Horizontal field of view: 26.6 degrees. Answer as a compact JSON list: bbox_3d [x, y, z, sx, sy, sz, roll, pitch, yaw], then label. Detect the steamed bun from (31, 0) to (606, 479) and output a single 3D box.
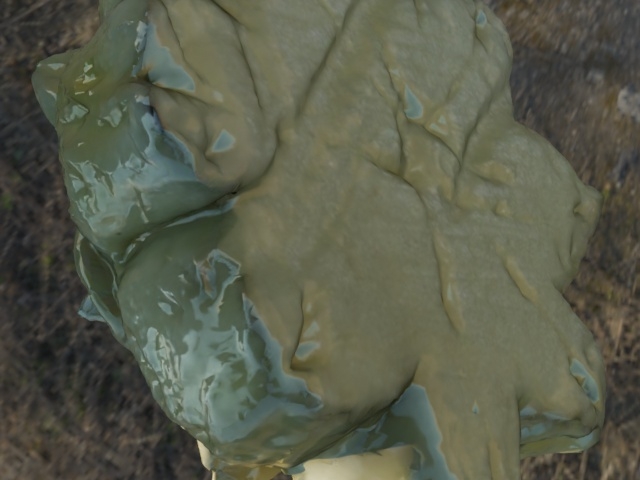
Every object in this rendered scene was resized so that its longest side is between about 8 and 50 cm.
[{"bbox_3d":[0.000,0.000,0.567,0.137,0.295,0.292,-26,77,34],"label":"steamed bun"}]
